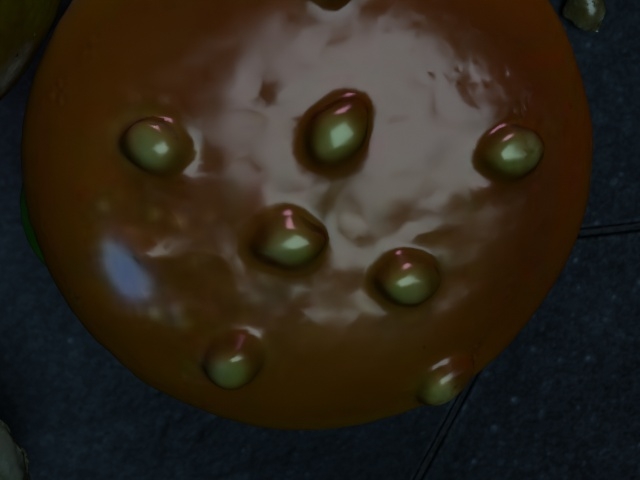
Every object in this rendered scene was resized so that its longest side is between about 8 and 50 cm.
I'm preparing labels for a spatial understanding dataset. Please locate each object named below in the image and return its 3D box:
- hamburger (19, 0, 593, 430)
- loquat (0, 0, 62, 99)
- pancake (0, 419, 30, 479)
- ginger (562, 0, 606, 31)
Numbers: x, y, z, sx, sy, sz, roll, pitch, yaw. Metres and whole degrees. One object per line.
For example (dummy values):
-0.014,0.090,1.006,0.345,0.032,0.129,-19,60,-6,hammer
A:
-0.022,-0.068,0.731,0.395,0.277,0.396,-1,104,-5,hamburger
-0.251,-0.162,0.625,0.213,0.246,0.213,-3,72,9,loquat
-0.394,0.229,0.747,0.387,0.082,0.387,-19,150,-12,pancake
0.315,-0.240,0.952,0.193,0.052,0.176,-19,116,-12,ginger
